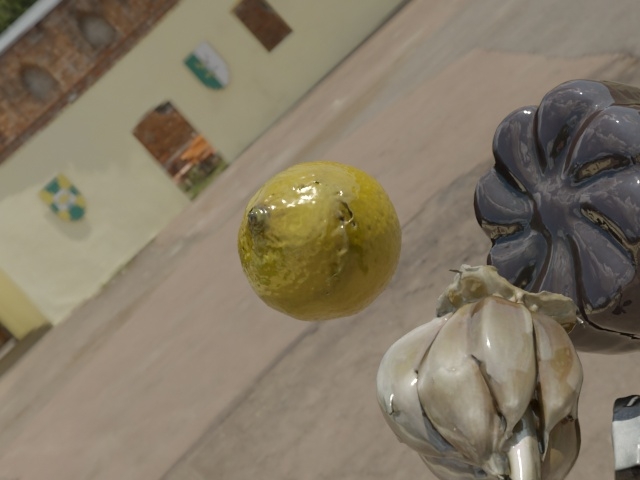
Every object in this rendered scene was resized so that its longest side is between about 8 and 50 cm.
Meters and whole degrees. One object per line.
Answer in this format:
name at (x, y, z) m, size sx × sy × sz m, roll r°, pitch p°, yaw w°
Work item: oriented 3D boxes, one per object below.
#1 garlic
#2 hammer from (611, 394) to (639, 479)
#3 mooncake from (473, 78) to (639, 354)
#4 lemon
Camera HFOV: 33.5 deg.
garlic at (0.108, 0.121, 0.648) m, size 0.127 × 0.131 × 0.194 m, roll -44°, pitch 34°, yaw 32°
hammer at (0.302, 0.271, 0.805) m, size 0.044 × 0.427 × 0.152 m, roll -18°, pitch 38°, yaw 26°
mooncake at (0.303, -0.025, 1.167) m, size 0.306 × 0.154 × 0.306 m, roll -14°, pitch 73°, yaw 57°
lemon at (0.004, -0.003, 1.502) m, size 0.228 × 0.228 × 0.253 m, roll -37°, pitch -2°, yaw 28°
